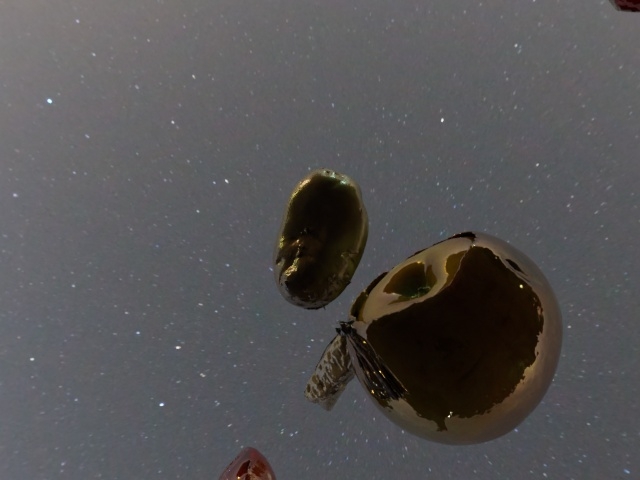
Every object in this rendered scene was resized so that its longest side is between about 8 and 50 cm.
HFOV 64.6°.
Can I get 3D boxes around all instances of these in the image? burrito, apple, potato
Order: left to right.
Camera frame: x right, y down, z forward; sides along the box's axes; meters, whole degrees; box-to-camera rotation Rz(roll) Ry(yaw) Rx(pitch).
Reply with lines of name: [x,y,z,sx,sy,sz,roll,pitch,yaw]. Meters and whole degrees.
potato: [0.000,0.000,0.501,0.092,0.070,0.138,17,-94,29]
burrito: [0.033,0.212,0.850,0.058,0.229,0.063,-14,-129,-39]
apple: [0.143,0.102,0.561,0.237,0.237,0.207,-49,-63,-6]

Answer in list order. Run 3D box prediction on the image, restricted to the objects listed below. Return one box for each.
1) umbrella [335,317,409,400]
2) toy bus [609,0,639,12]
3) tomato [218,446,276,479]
umbrella: [0.035,0.082,0.334,0.020,0.031,0.083,-35,-63,-12]
toy bus: [0.411,-0.288,0.486,0.265,0.121,0.120,14,-128,36]
tomato: [-0.127,0.437,0.734,0.139,0.200,0.233,41,-114,-2]
